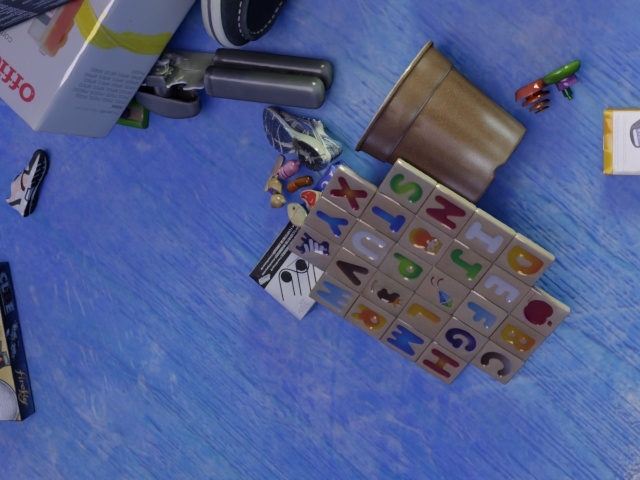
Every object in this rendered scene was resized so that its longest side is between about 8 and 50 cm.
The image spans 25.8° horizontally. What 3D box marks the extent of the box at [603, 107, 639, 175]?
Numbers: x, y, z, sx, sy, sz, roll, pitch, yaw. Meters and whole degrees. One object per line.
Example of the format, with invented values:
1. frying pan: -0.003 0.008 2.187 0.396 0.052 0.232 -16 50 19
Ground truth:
1. box: 0.415 -0.120 1.707 0.136 0.028 0.081 3 104 19

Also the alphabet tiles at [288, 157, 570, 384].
1. alphabet tiles: 0.135 0.049 1.794 0.342 0.011 0.285 32 133 -1

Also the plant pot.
1. plant pot: 0.157 -0.135 1.744 0.165 0.167 0.167 35 114 1

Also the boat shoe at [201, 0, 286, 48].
1. boat shoe: 0.009 -0.441 1.708 0.156 0.187 0.500 37 109 16

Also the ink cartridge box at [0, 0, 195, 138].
1. ink cartridge box: -0.313 -0.363 1.817 0.279 0.160 0.385 43 109 22

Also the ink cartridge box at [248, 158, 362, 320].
1. ink cartridge box: 0.000 0.000 1.896 0.097 0.046 0.207 40 114 7

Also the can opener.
1. can opener: -0.122 -0.206 1.883 0.283 0.076 0.095 9 138 15

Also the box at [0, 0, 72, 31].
1. box: -0.358 -0.444 1.696 0.394 0.097 0.318 -17 79 27

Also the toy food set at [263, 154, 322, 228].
1. toy food set: -0.038 -0.067 1.871 0.122 0.019 0.078 39 109 44

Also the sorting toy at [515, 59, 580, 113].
1. sorting toy: 0.289 -0.186 1.724 0.102 0.061 0.042 -25 94 48

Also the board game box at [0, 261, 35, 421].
1. board game box: -0.539 0.157 2.157 0.165 0.042 0.243 -2 103 23

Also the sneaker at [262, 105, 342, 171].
1. sneaker: -0.024 -0.140 1.872 0.135 0.058 0.052 40 141 31

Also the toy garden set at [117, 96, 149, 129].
1. toy garden set: -0.331 -0.290 1.955 0.203 0.049 0.244 13 108 19

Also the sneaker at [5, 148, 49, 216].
1. sneaker: -0.433 -0.088 2.053 0.043 0.040 0.109 31 112 14
